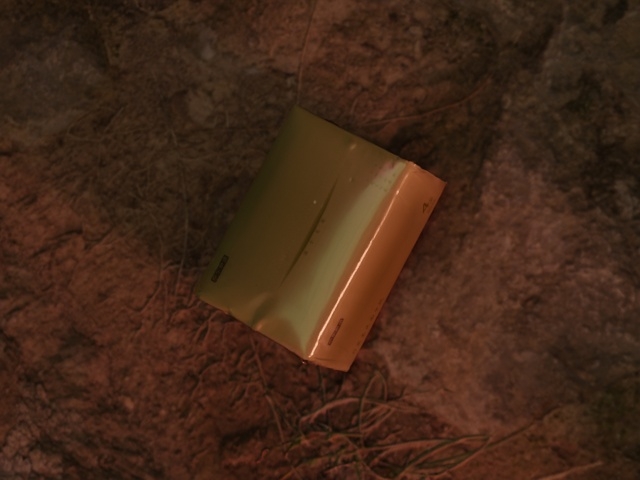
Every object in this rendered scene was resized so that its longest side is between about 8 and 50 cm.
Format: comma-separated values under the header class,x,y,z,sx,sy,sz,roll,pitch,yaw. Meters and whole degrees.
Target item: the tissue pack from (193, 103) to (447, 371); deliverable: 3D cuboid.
class,x,y,z,sx,sy,sz,roll,pitch,yaw
tissue pack,0.000,0.000,1.717,0.159,0.125,0.234,29,92,26
